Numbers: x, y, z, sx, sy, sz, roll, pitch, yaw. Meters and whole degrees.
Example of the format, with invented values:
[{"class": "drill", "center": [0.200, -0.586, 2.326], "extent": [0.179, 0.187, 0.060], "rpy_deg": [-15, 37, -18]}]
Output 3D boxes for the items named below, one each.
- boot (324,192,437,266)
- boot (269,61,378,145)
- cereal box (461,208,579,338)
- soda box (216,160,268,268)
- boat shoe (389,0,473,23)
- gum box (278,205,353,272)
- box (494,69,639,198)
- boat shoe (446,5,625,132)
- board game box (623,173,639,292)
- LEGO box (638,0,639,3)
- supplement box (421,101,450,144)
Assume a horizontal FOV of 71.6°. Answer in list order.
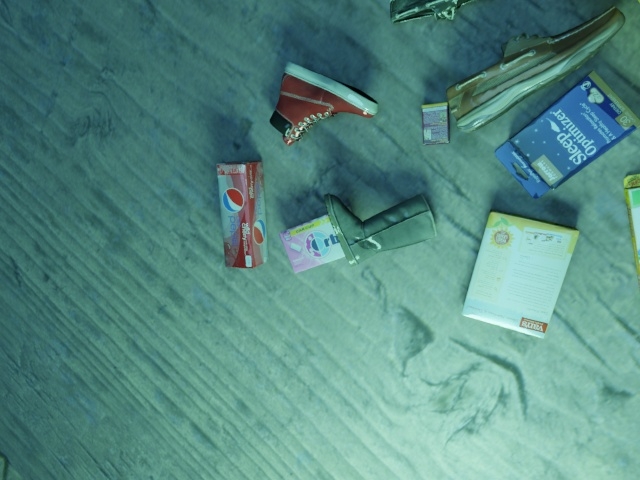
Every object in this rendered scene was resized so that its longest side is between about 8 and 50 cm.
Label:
[{"class": "boot", "center": [0.130, -0.053, 0.971], "extent": [0.209, 0.076, 0.189], "rpy_deg": [-23, 107, 7]}, {"class": "boot", "center": [0.000, -0.279, 1.008], "extent": [0.244, 0.088, 0.176], "rpy_deg": [29, 110, 22]}, {"class": "cereal box", "center": [0.415, 0.069, 0.940], "extent": [0.173, 0.047, 0.240], "rpy_deg": [16, 106, 17]}, {"class": "soda box", "center": [-0.192, -0.066, 1.115], "extent": [0.084, 0.092, 0.263], "rpy_deg": [2, 102, 21]}, {"class": "boat shoe", "center": [0.246, -0.475, 0.883], "extent": [0.220, 0.078, 0.070], "rpy_deg": [5, 102, 28]}, {"class": "gum box", "center": [0.000, 0.000, 1.073], "extent": [0.189, 0.062, 0.107], "rpy_deg": [-20, 93, 23]}, {"class": "box", "center": [0.476, -0.198, 0.871], "extent": [0.225, 0.036, 0.136], "rpy_deg": [-42, 85, 24]}, {"class": "boat shoe", "center": [0.387, -0.333, 0.834], "extent": [0.325, 0.123, 0.116], "rpy_deg": [-31, 87, 21]}, {"class": "board game box", "center": [0.665, -0.007, 0.841], "extent": [0.124, 0.039, 0.259], "rpy_deg": [-11, 94, 21]}, {"class": "LEGO box", "center": [0.685, -0.376, 0.600], "extent": [0.373, 0.193, 0.500], "rpy_deg": [-31, 93, 43]}, {"class": "supplement box", "center": [0.246, -0.247, 0.942], "extent": [0.055, 0.043, 0.083], "rpy_deg": [0, 100, 20]}]
